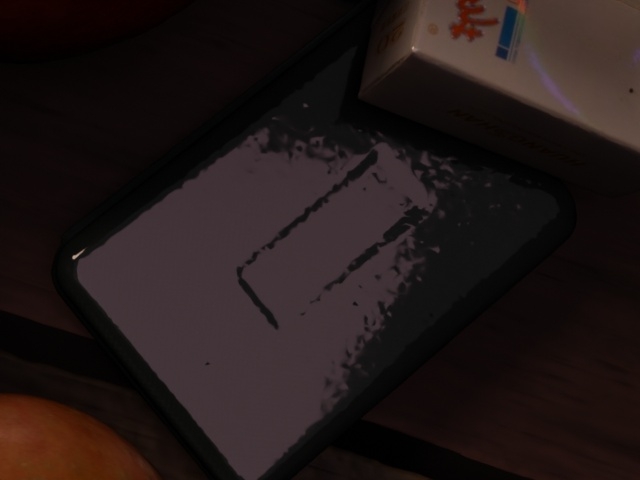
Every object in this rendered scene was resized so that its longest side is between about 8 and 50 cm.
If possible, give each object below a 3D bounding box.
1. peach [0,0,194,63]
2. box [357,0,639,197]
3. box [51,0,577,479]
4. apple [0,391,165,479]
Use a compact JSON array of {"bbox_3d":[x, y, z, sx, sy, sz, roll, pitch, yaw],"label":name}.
[{"bbox_3d":[-0.124,-0.192,0.589,0.274,0.249,0.245,2,122,6],"label":"peach"},{"bbox_3d":[0.116,-0.154,0.705,0.149,0.067,0.233,19,70,-16],"label":"box"},{"bbox_3d":[0.000,0.000,0.702,0.230,0.050,0.160,-40,94,-14],"label":"box"},{"bbox_3d":[-0.163,0.158,0.581,0.234,0.173,0.210,4,123,-21],"label":"apple"}]
